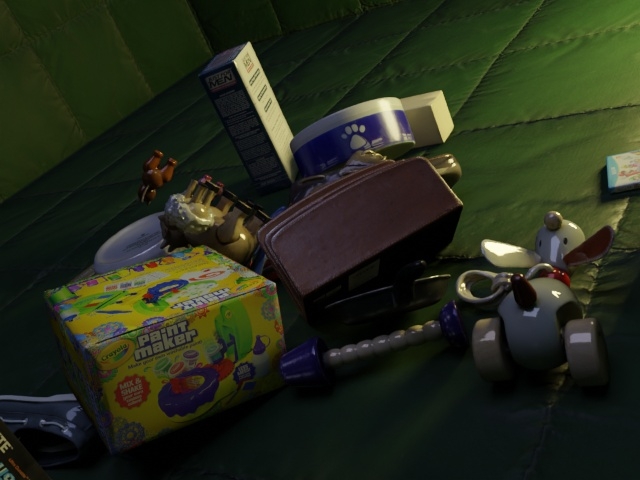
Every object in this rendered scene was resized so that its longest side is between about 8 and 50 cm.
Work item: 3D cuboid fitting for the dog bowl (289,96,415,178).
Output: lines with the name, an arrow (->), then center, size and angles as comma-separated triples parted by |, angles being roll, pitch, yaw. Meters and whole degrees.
dog bowl -> 0.071, -0.212, 1.580 | 0.265, 0.104, 0.265 | -21, -4, -2

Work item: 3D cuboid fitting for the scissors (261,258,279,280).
scissors -> 0.000, 0.000, 1.475 | 0.297, 0.021, 0.109 | -27, 23, -7

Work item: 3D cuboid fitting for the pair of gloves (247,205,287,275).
pair of gloves -> -0.115, 0.021, 1.437 | 0.159, 0.023, 0.198 | -55, 16, 26

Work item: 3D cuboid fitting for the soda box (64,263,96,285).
soda box -> -0.534, 0.094, 1.710 | 0.058, 0.061, 0.181 | 7, 40, 47

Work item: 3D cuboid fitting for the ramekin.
ramekin -> -0.379, 0.042, 1.598 | 0.273, 0.127, 0.273 | -20, 26, 10

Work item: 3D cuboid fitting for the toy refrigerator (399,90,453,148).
toy refrigerator -> 0.179, -0.282, 1.752 | 0.270, 0.102, 0.094 | -7, 31, 34

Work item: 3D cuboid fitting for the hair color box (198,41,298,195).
hair color box -> -0.169, -0.309, 1.823 | 0.105, 0.347, 0.174 | -17, 26, 17

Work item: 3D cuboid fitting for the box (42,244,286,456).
box -> -0.247, 0.152, 1.130 | 0.290, 0.176, 0.279 | -17, 20, -27

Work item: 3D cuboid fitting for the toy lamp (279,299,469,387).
toy lamp -> 0.073, 0.156, 1.043 | 0.275, 0.080, 0.080 | -19, 26, 11

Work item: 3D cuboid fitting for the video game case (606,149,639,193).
video game case -> 0.576, -0.130, 1.213 | 0.166, 0.015, 0.119 | -12, 29, 26

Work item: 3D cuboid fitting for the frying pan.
frying pan -> 0.133, 0.074, 1.032 | 0.197, 0.053, 0.326 | -10, -10, -28

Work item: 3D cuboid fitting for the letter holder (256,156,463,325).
letter holder -> 0.051, -0.036, 1.223 | 0.302, 0.152, 0.214 | -29, 69, -9

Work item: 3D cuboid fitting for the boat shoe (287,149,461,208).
boat shoe -> 0.096, -0.119, 1.413 | 0.356, 0.132, 0.130 | -16, 70, 6

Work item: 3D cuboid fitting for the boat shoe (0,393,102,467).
boat shoe -> -0.501, 0.327, 1.182 | 0.320, 0.116, 0.099 | -11, 25, 16

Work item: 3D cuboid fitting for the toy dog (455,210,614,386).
toy dog -> 0.289, 0.049, 0.954 | 0.220, 0.160, 0.333 | -17, 27, 10

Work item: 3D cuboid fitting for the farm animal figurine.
farm animal figurine -> -0.230, -0.027, 1.454 | 0.327, 0.330, 0.172 | 33, 94, 49

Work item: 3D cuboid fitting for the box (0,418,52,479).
box -> -0.498, 0.314, 0.997 | 0.296, 0.293, 0.073 | -4, 34, 38
